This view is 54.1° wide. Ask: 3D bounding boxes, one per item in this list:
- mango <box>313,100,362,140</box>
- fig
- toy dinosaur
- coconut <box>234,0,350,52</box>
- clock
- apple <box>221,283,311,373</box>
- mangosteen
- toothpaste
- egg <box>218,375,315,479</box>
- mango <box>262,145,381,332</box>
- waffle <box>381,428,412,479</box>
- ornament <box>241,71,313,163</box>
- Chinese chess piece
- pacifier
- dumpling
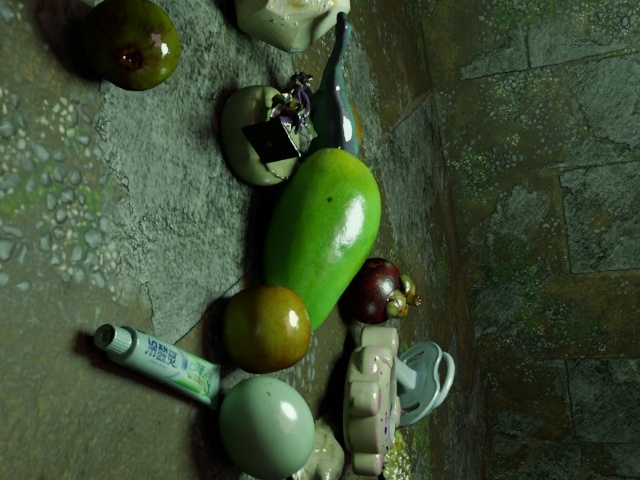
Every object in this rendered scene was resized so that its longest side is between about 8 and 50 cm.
[{"bbox_3d":[0.044,-0.303,1.571,0.178,0.090,0.115,40,55,-48],"label":"mango"},{"bbox_3d":[-0.260,-0.297,0.858,0.124,0.124,0.236,59,9,-46],"label":"fig"},{"bbox_3d":[0.039,-0.233,1.283,0.331,0.129,0.384,-158,-122,-79],"label":"toy dinosaur"},{"bbox_3d":[-0.056,-0.471,1.189,0.241,0.241,0.241,-6,90,-67],"label":"coconut"},{"bbox_3d":[0.128,0.383,1.507,0.309,0.114,0.284,-59,149,-67],"label":"clock"},{"bbox_3d":[-0.089,0.144,1.070,0.163,0.146,0.147,-23,101,-64],"label":"apple"},{"bbox_3d":[0.158,0.133,1.590,0.200,0.199,0.200,-6,90,-67],"label":"mangosteen"},{"bbox_3d":[-0.216,0.178,0.892,0.297,0.048,0.075,52,36,-58],"label":"toothpaste"},{"bbox_3d":[-0.087,0.305,1.023,0.192,0.149,0.149,63,30,-31],"label":"egg"},{"bbox_3d":[0.000,0.000,1.235,0.225,0.201,0.382,47,54,-57],"label":"mango"},{"bbox_3d":[0.222,0.674,1.791,0.223,0.054,0.204,-18,101,-68],"label":"waffle"},{"bbox_3d":[-0.064,-0.228,1.111,0.088,0.081,0.203,58,33,-37],"label":"ornament"},{"bbox_3d":[-0.110,-0.197,1.181,0.188,0.083,0.189,21,66,-60],"label":"Chinese chess piece"},{"bbox_3d":[0.236,0.371,1.747,0.225,0.238,0.287,38,40,-19],"label":"pacifier"},{"bbox_3d":[0.002,0.477,1.285,0.332,0.085,0.166,-74,152,-50],"label":"dumpling"}]
